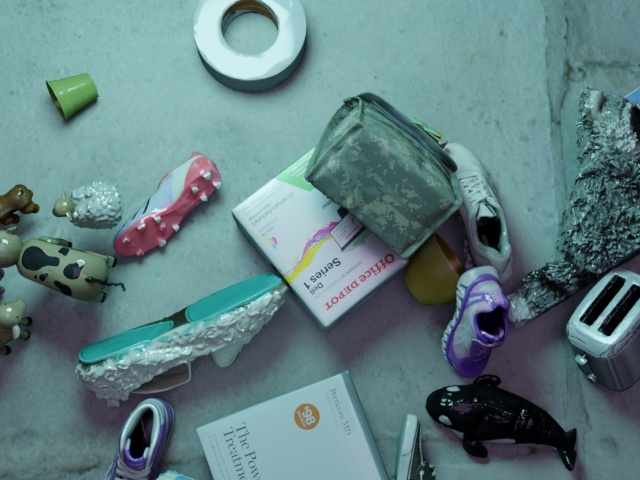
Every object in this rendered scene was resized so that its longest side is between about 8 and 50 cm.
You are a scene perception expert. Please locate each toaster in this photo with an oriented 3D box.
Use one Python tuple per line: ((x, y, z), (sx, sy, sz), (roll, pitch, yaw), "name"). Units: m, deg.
((0.547, 0.151, 1.634), (0.227, 0.146, 0.129), (-48, 45, -7), "toaster")

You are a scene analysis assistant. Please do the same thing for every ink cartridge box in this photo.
((0.000, 0.000, 1.673), (0.201, 0.117, 0.278), (-38, 85, -7), "ink cartridge box")

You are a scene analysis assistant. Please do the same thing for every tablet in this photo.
((0.621, -0.265, 1.786), (0.083, 0.006, 0.054), (-33, 84, -5), "tablet")

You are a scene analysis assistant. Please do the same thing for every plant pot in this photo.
((-0.472, -0.283, 1.731), (0.079, 0.083, 0.083), (-29, 83, -18), "plant pot")
((0.212, 0.067, 1.673), (0.095, 0.134, 0.134), (-36, 83, 14), "plant pot")

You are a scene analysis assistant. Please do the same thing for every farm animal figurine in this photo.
((-0.516, 0.056, 1.595), (0.327, 0.172, 0.330), (1, 86, 9), "farm animal figurine")

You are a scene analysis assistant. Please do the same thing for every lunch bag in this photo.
((0.116, -0.135, 1.600), (0.235, 0.287, 0.169), (39, 110, -12), "lunch bag")

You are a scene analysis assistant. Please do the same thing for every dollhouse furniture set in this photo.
((0.202, -0.195, 1.688), (0.076, 0.151, 0.058), (39, 75, 5), "dollhouse furniture set")

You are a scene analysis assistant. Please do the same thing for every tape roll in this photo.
((-0.136, -0.404, 1.755), (0.219, 0.072, 0.219), (0, 82, -2), "tape roll")

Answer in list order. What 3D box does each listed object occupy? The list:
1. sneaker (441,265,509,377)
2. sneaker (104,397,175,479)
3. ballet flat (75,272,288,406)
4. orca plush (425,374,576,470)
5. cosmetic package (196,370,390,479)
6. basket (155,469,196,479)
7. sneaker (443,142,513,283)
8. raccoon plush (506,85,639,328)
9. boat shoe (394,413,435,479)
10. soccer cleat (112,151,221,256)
((0.285, 0.165, 1.611), (0.095, 0.236, 0.104), (-10, 37, -19), "sneaker")
((-0.336, 0.414, 1.582), (0.102, 0.161, 0.282), (12, 82, -1), "sneaker")
((-0.239, 0.187, 1.651), (0.409, 0.147, 0.147), (-21, 82, -2), "ballet flat")
((0.337, 0.338, 1.638), (0.287, 0.102, 0.151), (31, 82, 3), "orca plush")
((-0.019, 0.455, 1.587), (0.285, 0.097, 0.377), (-22, 82, 7), "cosmetic package")
((-0.264, 0.532, 1.472), (0.201, 0.289, 0.254), (19, 117, 16), "basket")
((0.292, -0.066, 1.677), (0.110, 0.118, 0.292), (-16, 67, -3), "sneaker")
((0.465, -0.081, 1.665), (0.447, 0.216, 0.299), (-31, 76, -5), "raccoon plush")
((0.172, 0.426, 1.638), (0.070, 0.078, 0.219), (5, 89, 0), "boat shoe")
((-0.295, -0.068, 1.707), (0.248, 0.083, 0.095), (-41, 48, 1), "soccer cleat")
